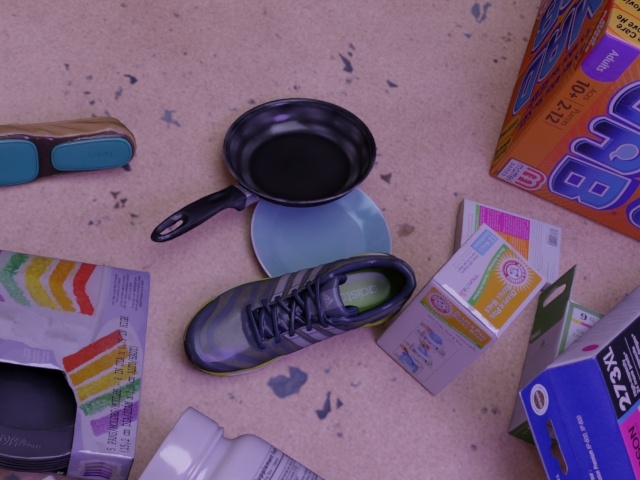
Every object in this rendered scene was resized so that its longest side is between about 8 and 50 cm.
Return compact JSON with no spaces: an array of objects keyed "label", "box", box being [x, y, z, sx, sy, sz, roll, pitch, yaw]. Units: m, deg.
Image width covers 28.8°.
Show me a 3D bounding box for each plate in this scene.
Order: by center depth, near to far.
[{"label":"plate","box":[0.000,0.000,1.599,0.188,0.024,0.188,7,64,-14]}]

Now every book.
[{"label":"book","box":[0.252,0.005,1.671,0.144,0.035,0.096,17,58,-9]}]

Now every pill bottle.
[{"label":"pill bottle","box":[-0.062,0.312,1.350,0.283,0.160,0.160,33,60,1]}]

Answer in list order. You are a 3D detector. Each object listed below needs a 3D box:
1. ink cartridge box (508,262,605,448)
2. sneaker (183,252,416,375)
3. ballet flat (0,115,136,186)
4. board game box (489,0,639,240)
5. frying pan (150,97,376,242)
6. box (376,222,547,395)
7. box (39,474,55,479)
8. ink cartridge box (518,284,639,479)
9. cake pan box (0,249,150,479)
[{"label":"ink cartridge box","box":[0.306,0.147,1.573,0.062,0.109,0.209,22,60,-6]},{"label":"sneaker","box":[-0.020,0.076,1.480,0.300,0.121,0.111,-21,85,-15]},{"label":"ballet flat","box":[-0.345,-0.113,1.531,0.232,0.080,0.073,-5,39,-22]},{"label":"board game box","box":[0.493,-0.238,1.675,0.357,0.356,0.356,24,60,-5]},{"label":"frying pan","box":[-0.052,-0.067,1.562,0.197,0.053,0.326,18,49,14]},{"label":"box","box":[0.167,0.086,1.505,0.103,0.203,0.114,42,60,5]},{"label":"box","box":[-0.257,0.391,1.289,0.113,0.094,0.275,-28,76,-27]},{"label":"ink cartridge box","box":[0.378,0.180,1.510,0.371,0.069,0.175,-29,103,-43]},{"label":"cake pan box","box":[-0.320,0.137,1.381,0.246,0.070,0.266,9,50,-10]}]
